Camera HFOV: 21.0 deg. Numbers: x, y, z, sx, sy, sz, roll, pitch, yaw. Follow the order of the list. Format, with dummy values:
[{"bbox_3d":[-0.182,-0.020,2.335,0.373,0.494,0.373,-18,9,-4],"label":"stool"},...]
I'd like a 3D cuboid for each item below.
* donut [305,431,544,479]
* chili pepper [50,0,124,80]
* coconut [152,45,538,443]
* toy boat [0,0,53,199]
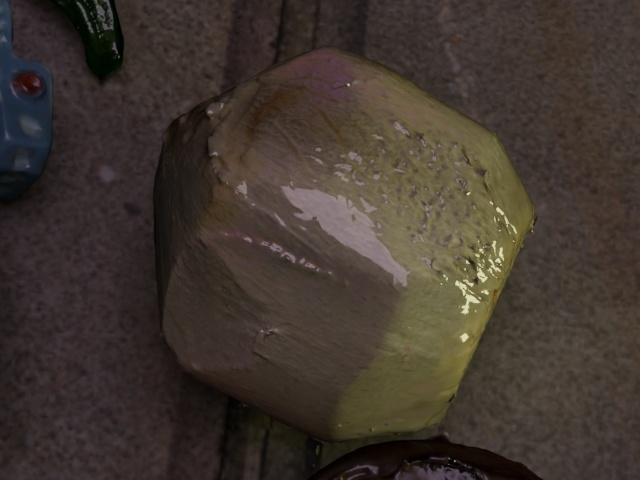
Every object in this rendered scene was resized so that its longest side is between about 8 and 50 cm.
[{"bbox_3d":[0.066,0.247,1.000,0.270,0.103,0.269,2,67,-5],"label":"donut"},{"bbox_3d":[-0.207,-0.183,1.199,0.182,0.050,0.073,27,58,4],"label":"chili pepper"},{"bbox_3d":[0.000,-0.001,1.046,0.230,0.227,0.227,25,65,4],"label":"coconut"},{"bbox_3d":[-0.236,-0.015,1.076,0.133,0.145,0.332,12,62,-32],"label":"toy boat"}]
